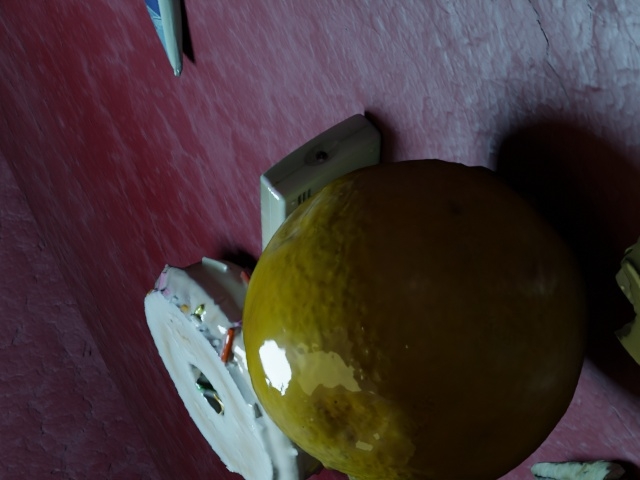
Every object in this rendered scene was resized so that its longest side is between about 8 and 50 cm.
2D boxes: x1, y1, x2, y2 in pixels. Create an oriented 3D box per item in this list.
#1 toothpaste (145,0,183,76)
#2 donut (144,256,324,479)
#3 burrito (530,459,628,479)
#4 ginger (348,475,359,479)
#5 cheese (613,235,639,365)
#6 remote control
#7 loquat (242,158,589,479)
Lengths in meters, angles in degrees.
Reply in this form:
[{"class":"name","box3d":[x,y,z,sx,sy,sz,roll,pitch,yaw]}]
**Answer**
[{"class":"toothpaste","box3d":[-0.200,-0.314,2.345,0.069,0.047,0.268,36,157,25]},{"class":"donut","box3d":[-0.107,0.185,2.692,0.382,0.142,0.382,50,159,27]},{"class":"burrito","box3d":[0.268,0.249,1.940,0.058,0.045,0.188,46,162,-11]},{"class":"ginger","box3d":[0.042,0.242,2.468,0.333,0.081,0.148,57,154,9]},{"class":"cheese","box3d":[0.320,0.110,1.584,0.235,0.050,0.127,54,158,15]},{"class":"remote control","box3d":[-0.001,-0.001,2.124,0.050,0.145,0.344,47,157,24]},{"class":"loquat","box3d":[0.089,0.079,1.740,0.328,0.328,0.328,51,160,27]}]
